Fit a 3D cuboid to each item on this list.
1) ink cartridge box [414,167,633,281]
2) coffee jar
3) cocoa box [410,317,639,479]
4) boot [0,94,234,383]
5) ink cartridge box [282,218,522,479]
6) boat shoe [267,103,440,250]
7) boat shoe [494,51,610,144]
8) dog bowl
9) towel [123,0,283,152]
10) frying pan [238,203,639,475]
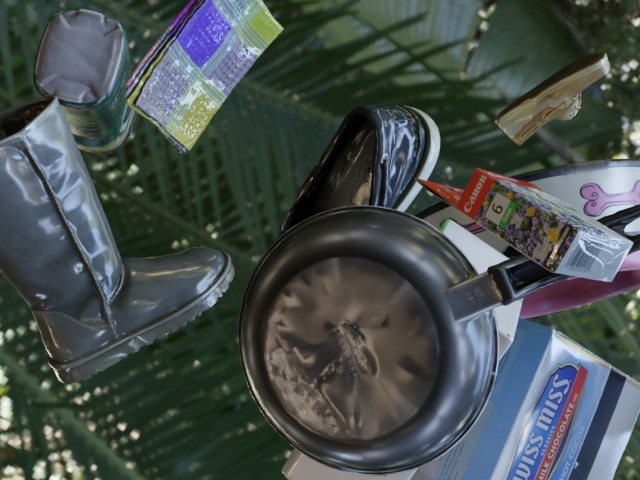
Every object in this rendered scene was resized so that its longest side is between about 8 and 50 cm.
[{"bbox_3d":[0.115,-0.017,0.568,0.115,0.062,0.029,39,-69,41],"label":"ink cartridge box"},{"bbox_3d":[-0.226,-0.149,0.971,0.184,0.079,0.096,119,-17,-77],"label":"coffee jar"},{"bbox_3d":[0.207,0.276,1.251,0.231,0.228,0.347,16,-101,53],"label":"cocoa box"},{"bbox_3d":[-0.173,-0.015,0.761,0.189,0.209,0.076,-35,-154,-31],"label":"boot"},{"bbox_3d":[0.092,0.137,1.043,0.273,0.114,0.198,-58,176,24],"label":"ink cartridge box"},{"bbox_3d":[0.003,0.002,1.064,0.113,0.127,0.340,10,118,-54],"label":"boat shoe"},{"bbox_3d":[0.244,-0.144,1.013,0.135,0.045,0.050,-31,-169,41],"label":"boat shoe"},{"bbox_3d":[0.328,0.019,1.481,0.408,0.408,0.150,-37,-118,59],"label":"dog bowl"},{"bbox_3d":[-0.053,-0.084,0.459,0.083,0.009,0.060,-53,150,-8],"label":"towel"},{"bbox_3d":[0.088,0.072,0.684,0.053,0.326,0.197,-8,96,-70],"label":"frying pan"}]
